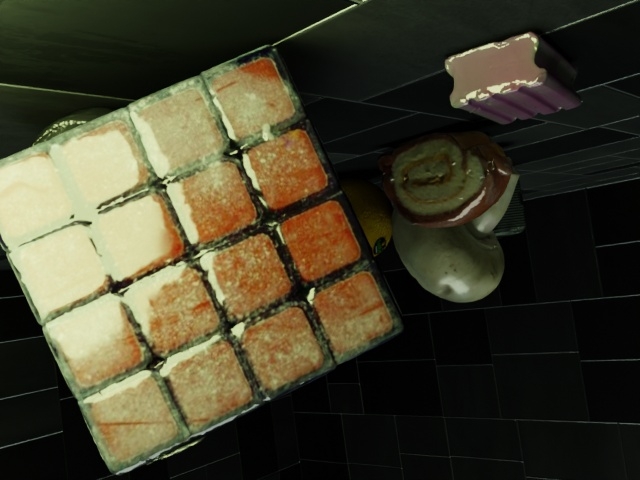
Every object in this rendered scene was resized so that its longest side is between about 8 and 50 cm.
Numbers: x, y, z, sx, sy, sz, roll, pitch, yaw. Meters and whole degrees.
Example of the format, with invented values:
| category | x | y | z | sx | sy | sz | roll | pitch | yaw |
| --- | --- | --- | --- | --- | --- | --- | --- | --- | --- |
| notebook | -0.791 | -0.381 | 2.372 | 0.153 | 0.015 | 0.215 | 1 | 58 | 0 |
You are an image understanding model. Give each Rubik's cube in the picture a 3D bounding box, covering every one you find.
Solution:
| category | x | y | z | sx | sy | sz | roll | pitch | yaw |
| --- | --- | --- | --- | --- | --- | --- | --- | --- | --- |
| Rubik's cube | -0.145 | 0.021 | 0.833 | 0.344 | 0.344 | 0.337 | -23 | -179 | -9 |

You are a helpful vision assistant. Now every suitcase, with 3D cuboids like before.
| category | x | y | z | sx | sy | sz | roll | pitch | yaw |
| --- | --- | --- | --- | --- | --- | --- | --- | --- | --- |
| suitcase | 0.416 | -0.094 | 1.900 | 0.312 | 0.202 | 0.128 | -6 | 176 | -23 |

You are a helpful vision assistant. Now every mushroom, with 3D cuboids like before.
| category | x | y | z | sx | sy | sz | roll | pitch | yaw |
| --- | --- | --- | --- | --- | --- | --- | --- | --- | --- |
| mushroom | 0.301 | -0.029 | 1.639 | 0.315 | 0.356 | 0.315 | -9 | -161 | 3 |

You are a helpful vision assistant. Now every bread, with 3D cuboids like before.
| category | x | y | z | sx | sy | sz | roll | pitch | yaw |
| --- | --- | --- | --- | --- | --- | --- | --- | --- | --- |
| bread | 0.253 | -0.121 | 1.329 | 0.244 | 0.190 | 0.123 | -16 | -175 | 42 |

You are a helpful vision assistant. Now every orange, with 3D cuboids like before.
| category | x | y | z | sx | sy | sz | roll | pitch | yaw |
| --- | --- | --- | --- | --- | --- | --- | --- | --- | --- |
| orange | 0.079 | -0.050 | 1.722 | 0.236 | 0.236 | 0.236 | -8 | 176 | 0 |

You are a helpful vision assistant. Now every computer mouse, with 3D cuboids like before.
| category | x | y | z | sx | sy | sz | roll | pitch | yaw |
| --- | --- | --- | --- | --- | --- | --- | --- | --- | --- |
| computer mouse | -0.306 | -0.127 | 0.855 | 0.172 | 0.057 | 0.099 | -21 | -175 | 23 |

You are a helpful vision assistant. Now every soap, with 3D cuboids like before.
| category | x | y | z | sx | sy | sz | roll | pitch | yaw |
| --- | --- | --- | --- | --- | --- | --- | --- | --- | --- |
| soap | 0.254 | -0.203 | 0.885 | 0.122 | 0.066 | 0.203 | -10 | 176 | 31 |

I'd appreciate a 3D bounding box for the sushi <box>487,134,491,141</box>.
| category | x | y | z | sx | sy | sz | roll | pitch | yaw |
| --- | --- | --- | --- | --- | --- | --- | --- | --- | --- |
| sushi | 0.319 | -0.172 | 1.437 | 0.090 | 0.078 | 0.150 | -8 | 177 | 10 |
